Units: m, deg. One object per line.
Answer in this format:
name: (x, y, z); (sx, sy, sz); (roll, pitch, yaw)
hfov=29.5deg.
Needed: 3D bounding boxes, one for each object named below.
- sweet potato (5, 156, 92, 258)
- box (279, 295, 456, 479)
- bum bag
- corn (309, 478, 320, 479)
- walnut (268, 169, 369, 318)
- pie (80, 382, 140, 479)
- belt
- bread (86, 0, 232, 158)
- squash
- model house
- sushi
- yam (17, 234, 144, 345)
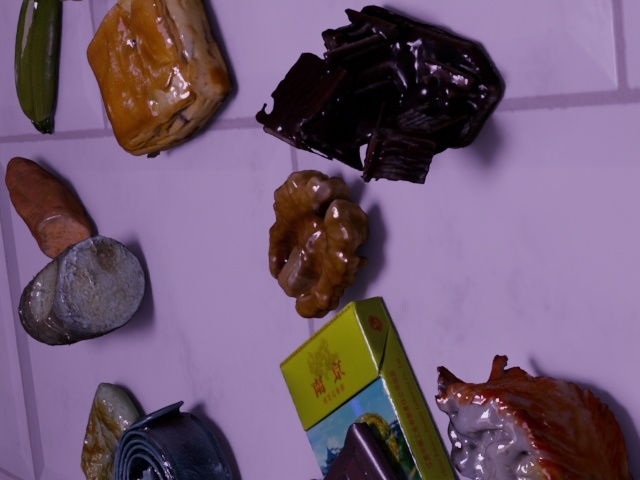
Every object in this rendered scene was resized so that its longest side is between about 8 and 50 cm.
sweet potato: (-0.446, -0.063, 1.949); (0.252, 0.097, 0.097); (47, 135, 36)
box: (0.068, 0.248, 1.326); (0.187, 0.047, 0.335); (-45, 61, 51)
bum bag: (0.045, 0.276, 1.310); (0.109, 0.026, 0.159); (59, 147, 28)
corn: (-0.016, 0.315, 1.482); (0.028, 0.027, 0.083); (60, 143, 23)
walnut: (0.000, 0.000, 1.337); (0.143, 0.069, 0.170); (56, 141, 28)
pie: (-0.320, 0.338, 1.908); (0.240, 0.054, 0.240); (25, 121, 50)
belt: (-0.199, 0.348, 1.681); (0.206, 0.116, 0.267); (26, 122, 46)
bread: (-0.219, -0.226, 1.566); (0.235, 0.099, 0.210); (-36, 70, 53)
squash: (-0.448, -0.284, 1.914); (0.066, 0.066, 0.252); (39, 129, 44)
model house: (0.049, -0.134, 1.149); (0.203, 0.164, 0.141); (24, 123, 49)
sushi: (0.211, 0.245, 1.045); (0.130, 0.124, 0.332); (-32, 74, 46)
yam: (-0.352, 0.080, 1.800); (0.254, 0.154, 0.154); (-27, 76, 62)
